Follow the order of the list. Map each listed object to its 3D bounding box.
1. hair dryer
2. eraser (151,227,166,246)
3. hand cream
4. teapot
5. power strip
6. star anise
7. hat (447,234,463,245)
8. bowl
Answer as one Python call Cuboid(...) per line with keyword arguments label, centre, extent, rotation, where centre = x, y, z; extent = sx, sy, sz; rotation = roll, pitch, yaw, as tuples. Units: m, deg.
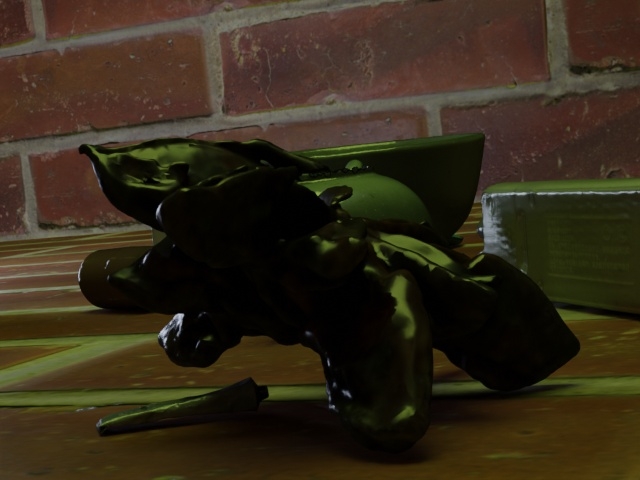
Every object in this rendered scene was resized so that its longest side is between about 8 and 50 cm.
Cuboid(label="hair dryer", centre=(-0.150, 0.039, 1.368), extent=(0.182, 0.064, 0.117), rotation=(2, -4, -42))
Cuboid(label="eraser", centre=(-0.116, -0.010, 1.753), extent=(0.213, 0.091, 0.046), rotation=(-6, 4, -1))
Cuboid(label="hand cream", centre=(-0.074, 0.088, 0.701), extent=(0.093, 0.019, 0.030), rotation=(-8, 2, -8))
Cuboid(label="teapot", centre=(0.000, 0.000, 1.101), extent=(0.193, 0.129, 0.294), rotation=(-6, 3, 17))
Cuboid(label="power strip", centre=(0.204, 0.000, 1.013), extent=(0.058, 0.098, 0.338), rotation=(-6, 4, -18))
Cuboid(label="star anise", centre=(0.005, 0.022, 0.672), extent=(0.212, 0.129, 0.283), rotation=(15, 5, 31))
Cuboid(label="hat", centre=(0.095, -0.024, 1.761), extent=(0.191, 0.077, 0.138), rotation=(-6, 5, 0))
Cuboid(label="bowl", centre=(0.042, -0.032, 1.430), extent=(0.289, 0.146, 0.289), rotation=(-5, 5, 1))
